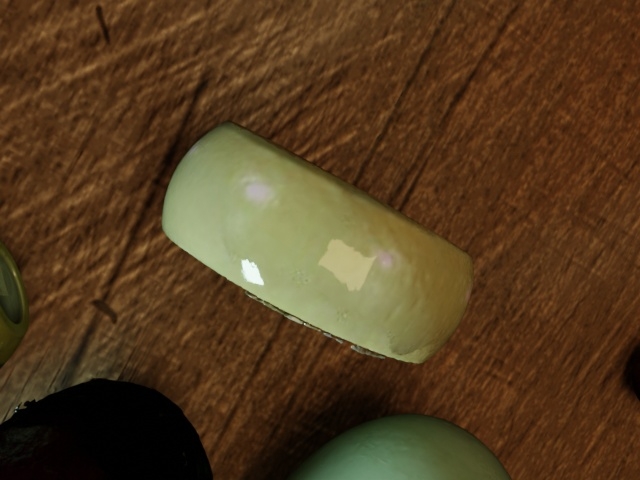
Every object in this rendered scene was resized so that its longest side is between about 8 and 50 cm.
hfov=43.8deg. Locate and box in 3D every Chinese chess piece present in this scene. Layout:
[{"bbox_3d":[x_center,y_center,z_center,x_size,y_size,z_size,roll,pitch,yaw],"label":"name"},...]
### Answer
[{"bbox_3d":[0.000,0.000,0.627,0.251,0.251,0.097,27,94,-24],"label":"Chinese chess piece"}]

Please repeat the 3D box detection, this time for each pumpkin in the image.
[{"bbox_3d":[-0.180,0.220,0.616,0.163,0.233,0.233,17,94,19],"label":"pumpkin"}]

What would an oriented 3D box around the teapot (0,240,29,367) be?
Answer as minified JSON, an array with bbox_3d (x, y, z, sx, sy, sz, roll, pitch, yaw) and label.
[{"bbox_3d":[-0.285,0.067,0.587,0.119,0.130,0.166,-18,71,-3],"label":"teapot"}]

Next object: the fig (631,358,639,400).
[{"bbox_3d":[0.416,0.142,0.922,0.089,0.089,0.125,54,53,-21],"label":"fig"}]

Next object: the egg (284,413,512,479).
[{"bbox_3d":[0.048,0.342,0.696,0.276,0.276,0.389,16,91,-23],"label":"egg"}]
